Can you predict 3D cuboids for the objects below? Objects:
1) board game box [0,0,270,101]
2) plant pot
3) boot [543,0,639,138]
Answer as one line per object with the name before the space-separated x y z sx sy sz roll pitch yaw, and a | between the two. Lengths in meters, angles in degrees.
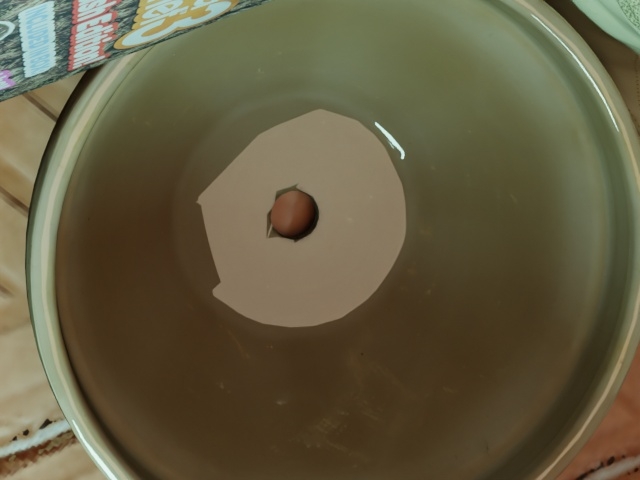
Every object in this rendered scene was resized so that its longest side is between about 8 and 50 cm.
board game box | -0.145 -0.158 0.592 0.291 0.141 0.232 -21 86 -8
plant pot | 0.000 0.000 0.751 0.237 0.110 0.237 -3 101 -14
boot | 0.153 -0.079 0.736 0.095 0.203 0.262 -41 113 -5
